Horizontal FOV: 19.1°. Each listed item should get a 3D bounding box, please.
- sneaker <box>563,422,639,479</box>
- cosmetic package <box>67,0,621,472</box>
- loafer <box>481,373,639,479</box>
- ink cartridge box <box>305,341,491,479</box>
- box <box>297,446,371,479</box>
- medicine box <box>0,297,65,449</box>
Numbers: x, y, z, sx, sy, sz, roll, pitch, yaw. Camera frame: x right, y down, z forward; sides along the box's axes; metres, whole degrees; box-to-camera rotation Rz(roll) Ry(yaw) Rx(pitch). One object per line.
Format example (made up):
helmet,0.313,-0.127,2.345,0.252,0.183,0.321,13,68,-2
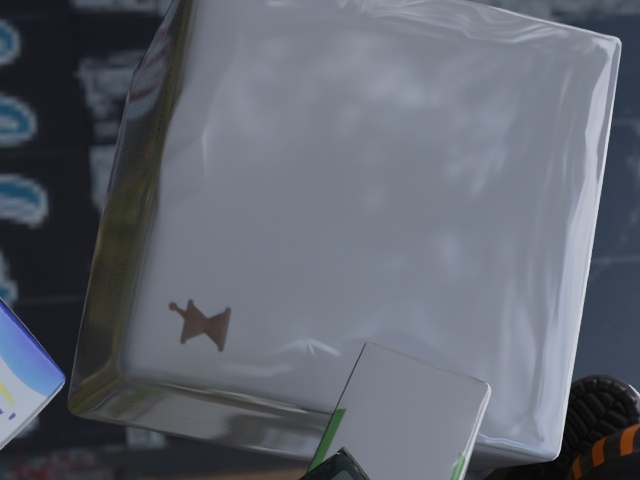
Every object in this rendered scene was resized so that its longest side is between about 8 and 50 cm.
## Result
sneaker,0.192,0.066,0.922,0.124,0.321,0.180,-28,-110,30
cosmetic package,0.000,0.000,1.522,0.393,0.327,0.329,146,-45,-75
loafer,0.202,0.291,1.868,0.134,0.366,0.130,53,13,29
ink cartridge box,0.026,0.204,1.228,0.160,0.092,0.219,-62,171,-53
box,-0.071,0.199,0.947,0.051,0.220,0.175,51,-16,5
medicine box,-0.342,0.157,1.159,0.149,0.289,0.263,49,-44,-4
